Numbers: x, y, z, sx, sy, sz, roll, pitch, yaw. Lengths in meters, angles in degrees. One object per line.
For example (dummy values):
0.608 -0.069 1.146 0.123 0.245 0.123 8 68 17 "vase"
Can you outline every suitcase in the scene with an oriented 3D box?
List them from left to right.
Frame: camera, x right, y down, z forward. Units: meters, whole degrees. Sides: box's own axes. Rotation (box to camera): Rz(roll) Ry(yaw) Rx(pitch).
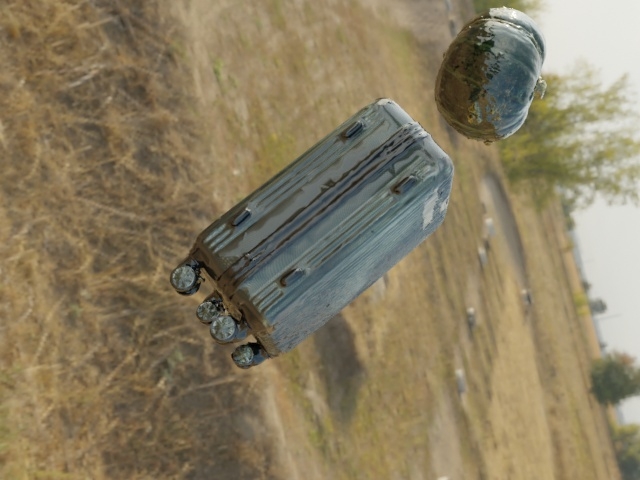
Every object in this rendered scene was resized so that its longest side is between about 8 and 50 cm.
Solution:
0.000 0.000 0.993 0.128 0.312 0.202 48 -10 16 "suitcase"

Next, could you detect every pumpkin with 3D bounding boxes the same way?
0.238 -0.228 1.275 0.146 0.190 0.190 38 4 19 "pumpkin"
